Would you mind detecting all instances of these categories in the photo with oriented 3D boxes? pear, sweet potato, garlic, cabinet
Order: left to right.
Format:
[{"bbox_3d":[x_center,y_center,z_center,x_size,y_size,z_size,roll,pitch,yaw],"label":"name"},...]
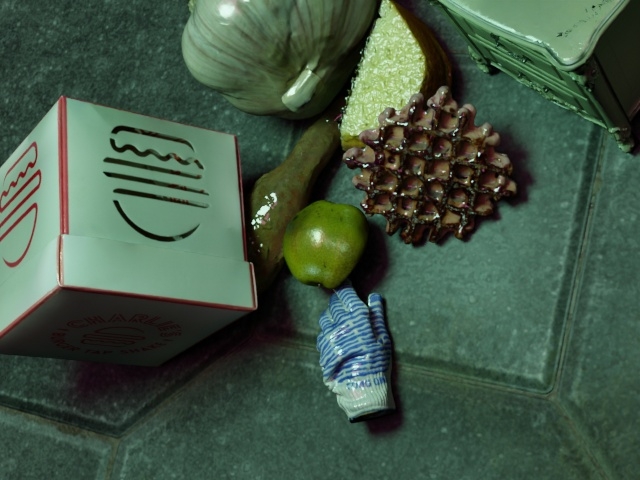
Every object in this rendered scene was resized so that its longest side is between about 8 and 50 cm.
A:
[{"bbox_3d":[-0.059,-0.065,1.662,0.109,0.109,0.385,29,91,32],"label":"sweet potato"},{"bbox_3d":[-0.053,-0.327,1.616,0.241,0.322,0.322,32,92,28],"label":"garlic"},{"bbox_3d":[0.000,0.000,1.584,0.141,0.104,0.141,-54,19,29],"label":"pear"},{"bbox_3d":[0.323,-0.311,1.399,0.290,0.318,0.227,37,93,31],"label":"cabinet"}]

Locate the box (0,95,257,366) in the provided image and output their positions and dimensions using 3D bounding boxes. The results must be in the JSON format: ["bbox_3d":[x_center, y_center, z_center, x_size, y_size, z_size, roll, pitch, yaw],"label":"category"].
[{"bbox_3d":[-0.314,0.002,1.609,0.312,0.314,0.300,-33,56,47],"label":"box"}]

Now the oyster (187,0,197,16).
[{"bbox_3d":[-0.191,-0.401,1.850,0.191,0.081,0.163,25,93,35],"label":"oyster"}]

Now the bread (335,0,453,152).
[{"bbox_3d":[0.125,-0.232,1.597,0.134,0.129,0.260,14,85,23],"label":"bread"}]

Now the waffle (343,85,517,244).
[{"bbox_3d":[0.154,-0.100,1.527,0.234,0.055,0.221,-33,104,26],"label":"waffle"}]

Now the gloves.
[{"bbox_3d":[0.052,0.156,1.552,0.119,0.097,0.229,-11,58,-9],"label":"gloves"}]
